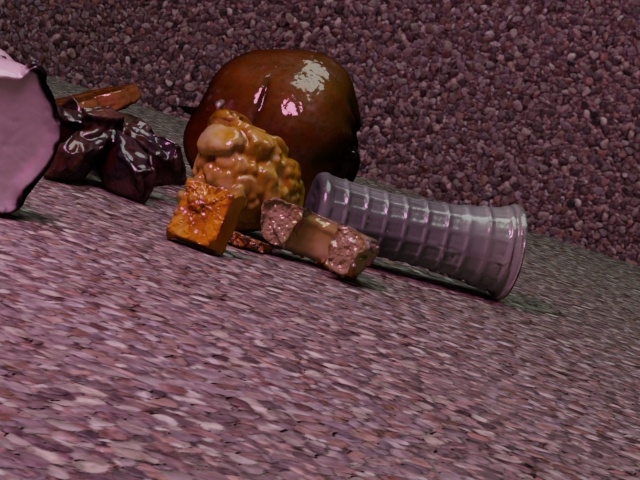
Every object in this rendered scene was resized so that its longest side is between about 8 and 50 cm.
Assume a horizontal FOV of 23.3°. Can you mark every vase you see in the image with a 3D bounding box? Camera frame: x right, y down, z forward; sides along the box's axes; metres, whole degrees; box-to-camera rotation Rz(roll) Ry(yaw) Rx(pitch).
[{"bbox_3d":[0.128,-0.011,2.188,0.298,0.143,0.143,12,8,-12],"label":"vase"}]

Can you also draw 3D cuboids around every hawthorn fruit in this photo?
[{"bbox_3d":[-0.085,-0.166,2.413,0.300,0.268,0.268,8,4,15],"label":"hawthorn fruit"}]

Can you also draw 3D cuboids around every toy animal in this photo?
[{"bbox_3d":[-0.410,-0.138,1.743,0.187,0.165,0.235,-13,26,-31],"label":"toy animal"}]

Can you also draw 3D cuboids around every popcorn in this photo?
[{"bbox_3d":[-0.101,-0.077,2.080,0.140,0.163,0.194,12,-30,28],"label":"popcorn"}]

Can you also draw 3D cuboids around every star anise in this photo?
[{"bbox_3d":[-0.303,-0.135,2.171,0.214,0.099,0.220,37,28,28],"label":"star anise"}]

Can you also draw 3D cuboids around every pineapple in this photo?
[{"bbox_3d":[-0.104,-0.002,1.998,0.083,0.019,0.045,21,5,11],"label":"pineapple"}]

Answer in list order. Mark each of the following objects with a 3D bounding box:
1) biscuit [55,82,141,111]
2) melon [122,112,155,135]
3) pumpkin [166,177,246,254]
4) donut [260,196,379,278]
[{"bbox_3d":[-0.398,-0.193,2.362,0.202,0.044,0.288,-4,11,34],"label":"biscuit"},{"bbox_3d":[-0.297,-0.144,2.357,0.099,0.099,0.162,17,2,2],"label":"melon"},{"bbox_3d":[-0.138,-0.028,1.881,0.074,0.083,0.054,20,-7,19],"label":"pumpkin"},{"bbox_3d":[0.004,0.002,2.005,0.166,0.065,0.108,23,0,24],"label":"donut"}]
